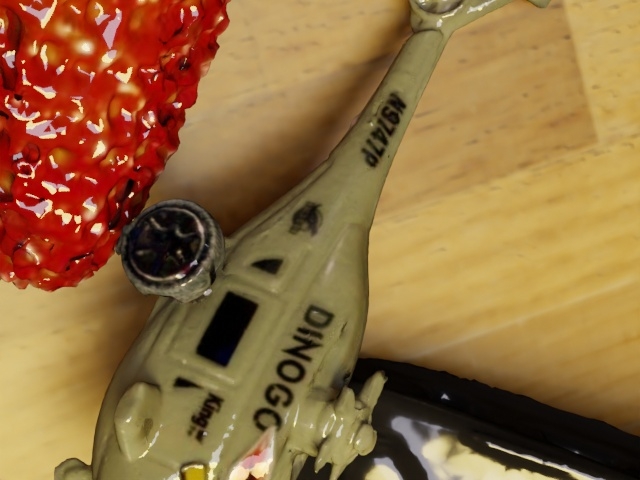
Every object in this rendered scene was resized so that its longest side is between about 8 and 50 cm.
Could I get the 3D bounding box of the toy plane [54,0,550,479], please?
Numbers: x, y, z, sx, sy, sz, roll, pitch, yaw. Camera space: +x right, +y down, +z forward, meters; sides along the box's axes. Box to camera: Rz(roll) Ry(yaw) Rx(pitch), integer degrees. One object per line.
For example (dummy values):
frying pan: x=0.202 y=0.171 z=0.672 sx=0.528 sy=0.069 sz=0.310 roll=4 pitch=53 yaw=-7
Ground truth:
toy plane: x=0.000 y=0.000 z=0.722 sx=0.108 sy=0.092 sz=0.286 roll=20 pitch=73 yaw=24

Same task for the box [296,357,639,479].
box: x=0.086 y=0.214 z=0.784 sx=0.290 sy=0.073 sz=0.289 roll=20 pitch=100 yaw=-1

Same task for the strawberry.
strawberry: x=-0.085 y=-0.068 z=0.704 sx=0.121 sy=0.082 sz=0.188 roll=5 pitch=99 yaw=-17
